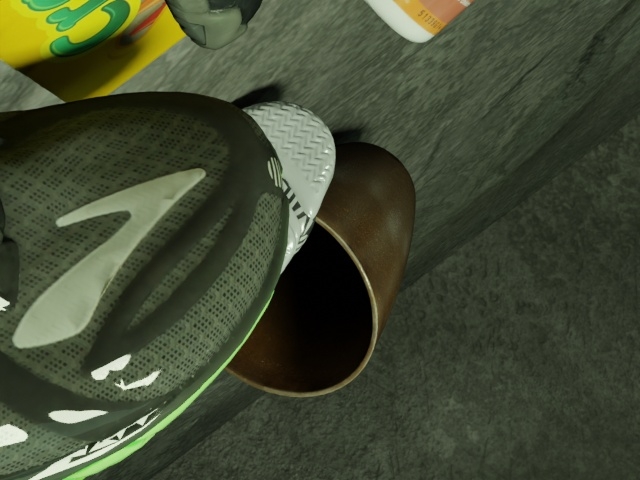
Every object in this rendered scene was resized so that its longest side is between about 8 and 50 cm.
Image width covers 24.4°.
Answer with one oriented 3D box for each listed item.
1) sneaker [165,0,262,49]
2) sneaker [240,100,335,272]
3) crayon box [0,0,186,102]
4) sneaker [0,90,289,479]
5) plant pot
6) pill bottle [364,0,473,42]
[{"bbox_3d":[-0.017,-0.145,0.486,0.130,0.087,0.227,-29,161,-6],"label":"sneaker"},{"bbox_3d":[-0.124,0.028,1.292,0.366,0.137,0.210,-50,-179,4],"label":"sneaker"},{"bbox_3d":[-0.052,-0.215,0.585,0.313,0.106,0.363,-38,169,3],"label":"crayon box"},{"bbox_3d":[-0.210,0.006,0.545,0.483,0.185,0.202,-9,150,-32],"label":"sneaker"},{"bbox_3d":[0.000,0.000,1.438,0.215,0.215,0.230,-47,-179,38],"label":"plant pot"},{"bbox_3d":[0.104,-0.237,0.941,0.216,0.121,0.121,-40,169,15],"label":"pill bottle"}]
